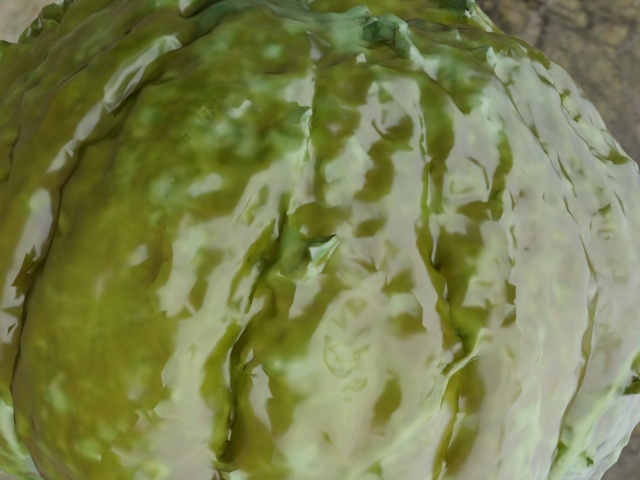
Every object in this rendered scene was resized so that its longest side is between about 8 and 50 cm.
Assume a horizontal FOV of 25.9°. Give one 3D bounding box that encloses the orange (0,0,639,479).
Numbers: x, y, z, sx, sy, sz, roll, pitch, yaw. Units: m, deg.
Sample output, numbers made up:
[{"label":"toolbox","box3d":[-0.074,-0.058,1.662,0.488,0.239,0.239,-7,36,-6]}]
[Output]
[{"label":"orange","box3d":[0.000,0.000,0.551,0.300,0.301,0.223,-117,-147,-65]}]
